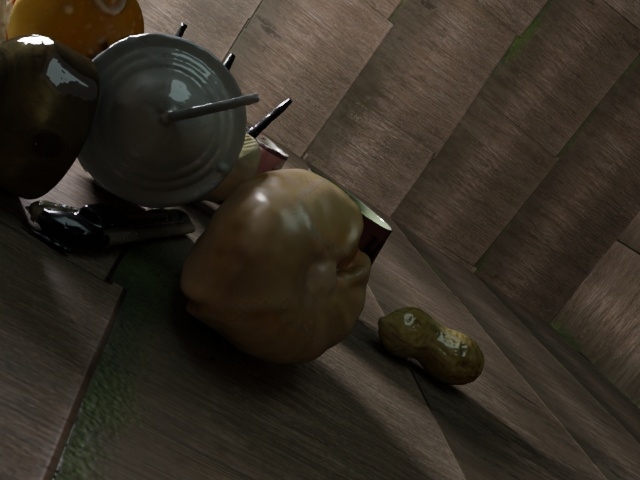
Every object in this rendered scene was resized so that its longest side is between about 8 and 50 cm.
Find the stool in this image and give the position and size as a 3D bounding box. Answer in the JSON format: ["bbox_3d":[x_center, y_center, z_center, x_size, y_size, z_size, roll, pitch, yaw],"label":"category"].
[{"bbox_3d":[-0.388,-0.168,0.722,0.264,0.179,0.179,25,15,-45],"label":"stool"}]

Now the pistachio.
[{"bbox_3d":[-0.053,0.029,0.851,0.230,0.230,0.309,33,6,-15],"label":"pistachio"}]

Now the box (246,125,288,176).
[{"bbox_3d":[-0.158,-0.177,1.646,0.151,0.135,0.151,33,11,-7],"label":"box"}]

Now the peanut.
[{"bbox_3d":[0.191,0.183,1.241,0.229,0.098,0.103,29,-15,-18],"label":"peanut"}]

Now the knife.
[{"bbox_3d":[-0.249,-0.029,0.924,0.089,0.043,0.365,39,10,7],"label":"knife"}]

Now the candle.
[{"bbox_3d":[-0.217,-0.152,0.930,0.221,0.221,0.342,32,-4,-16],"label":"candle"}]

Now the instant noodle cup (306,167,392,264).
[{"bbox_3d":[0.000,0.000,1.216,0.235,0.178,0.235,36,9,-6],"label":"instant noodle cup"}]

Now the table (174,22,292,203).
[{"bbox_3d":[-0.249,-0.271,1.445,0.317,0.249,0.317,34,10,-7],"label":"table"}]

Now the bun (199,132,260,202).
[{"bbox_3d":[-0.209,-0.146,1.295,0.193,0.128,0.178,-16,51,-47],"label":"bun"}]

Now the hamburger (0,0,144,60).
[{"bbox_3d":[-0.459,-0.393,1.361,0.186,0.261,0.303,46,-9,29],"label":"hamburger"}]
